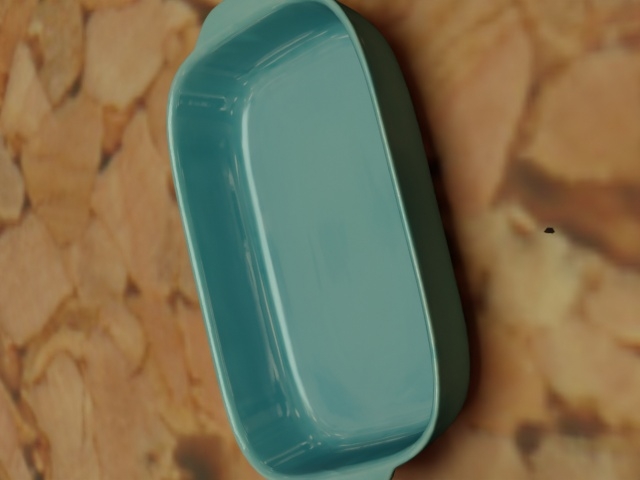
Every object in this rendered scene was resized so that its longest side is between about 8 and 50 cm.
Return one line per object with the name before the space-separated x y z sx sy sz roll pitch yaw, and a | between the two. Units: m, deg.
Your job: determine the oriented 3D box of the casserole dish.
casserole dish | 0.000 0.000 0.460 0.114 0.037 0.189 -22 79 45
